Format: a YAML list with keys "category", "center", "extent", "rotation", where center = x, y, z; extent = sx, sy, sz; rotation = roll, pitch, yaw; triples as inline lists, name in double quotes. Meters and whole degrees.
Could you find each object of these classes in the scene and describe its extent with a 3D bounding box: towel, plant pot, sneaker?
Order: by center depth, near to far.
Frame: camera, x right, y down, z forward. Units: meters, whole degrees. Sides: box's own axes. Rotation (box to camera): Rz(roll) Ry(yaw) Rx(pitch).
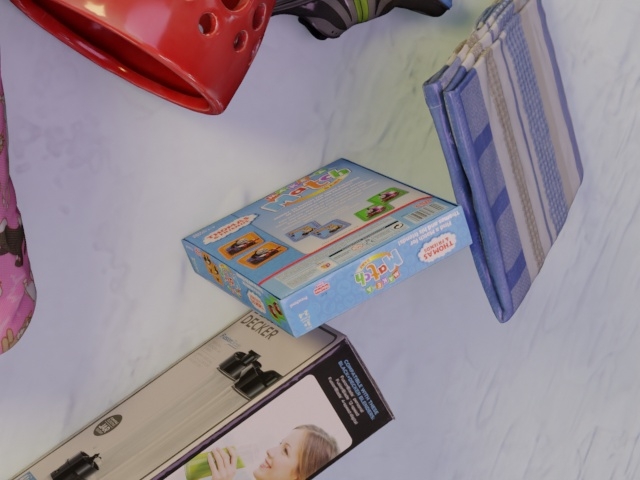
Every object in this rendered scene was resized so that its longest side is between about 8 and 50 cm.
- category: "plant pot"
  center: [-0.113, -0.210, 1.326]
  extent: [0.191, 0.191, 0.174]
  rotation: [35, 83, -27]
- category: "towel"
  center: [0.155, -0.084, 1.462]
  extent: [0.034, 0.285, 0.209]
  rotation: [-8, 112, 24]
- category: "sneaker"
  center: [0.019, -0.203, 1.465]
  extent: [0.188, 0.067, 0.078]
  rotation: [0, 123, -26]

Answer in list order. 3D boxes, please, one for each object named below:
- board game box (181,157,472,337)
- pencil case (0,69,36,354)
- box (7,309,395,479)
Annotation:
- category: "board game box"
  center: [0.000, 0.000, 1.410]
  extent: [0.160, 0.211, 0.039]
  rotation: [-28, 113, -16]
- category: "pencil case"
  center: [-0.291, -0.090, 1.229]
  extent: [0.160, 0.167, 0.386]
  rotation: [-2, 124, 1]
- category: "box"
  center: [-0.104, 0.172, 1.428]
  extent: [0.290, 0.169, 0.087]
  rotation: [-34, 111, -13]
